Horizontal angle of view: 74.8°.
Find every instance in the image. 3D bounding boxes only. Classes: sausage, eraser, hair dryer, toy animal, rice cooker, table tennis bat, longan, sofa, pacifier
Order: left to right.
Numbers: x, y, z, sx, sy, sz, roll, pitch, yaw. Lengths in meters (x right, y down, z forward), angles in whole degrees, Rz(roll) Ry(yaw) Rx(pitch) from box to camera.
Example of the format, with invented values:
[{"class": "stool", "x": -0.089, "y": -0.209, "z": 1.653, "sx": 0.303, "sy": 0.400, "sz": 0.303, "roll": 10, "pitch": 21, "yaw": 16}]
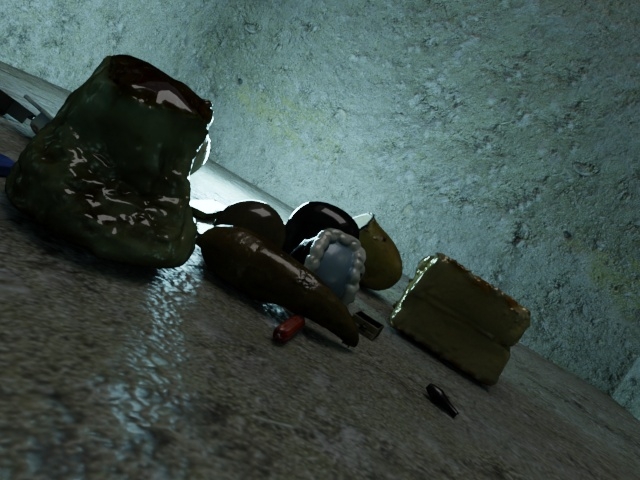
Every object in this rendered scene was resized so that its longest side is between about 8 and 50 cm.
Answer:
[{"class": "eraser", "x": -0.621, "y": -0.147, "z": 0.784, "sx": 0.063, "sy": 0.027, "sz": 0.084, "roll": 30, "pitch": 7, "yaw": 11}, {"class": "sofa", "x": -0.947, "y": -0.405, "z": 1.267, "sx": 0.147, "sy": 0.060, "sz": 0.085, "roll": 32, "pitch": -10, "yaw": 19}, {"class": "pacifier", "x": -0.687, "y": -0.337, "z": 1.188, "sx": 0.279, "sy": 0.207, "sz": 0.227, "roll": 34, "pitch": -9, "yaw": 30}, {"class": "table tennis bat", "x": -0.307, "y": -0.024, "z": 1.229, "sx": 0.131, "sy": 0.022, "sz": 0.234, "roll": 26, "pitch": 9, "yaw": -19}, {"class": "longan", "x": -0.187, "y": -0.010, "z": 1.030, "sx": 0.204, "sy": 0.185, "sz": 0.159, "roll": -13, "pitch": 47, "yaw": -7}, {"class": "sausage", "x": -0.061, "y": 0.166, "z": 0.784, "sx": 0.034, "sy": 0.034, "sz": 0.129, "roll": 31, "pitch": 8, "yaw": 11}, {"class": "rice cooker", "x": 0.000, "y": 0.000, "z": 1.381, "sx": 0.267, "sy": 0.267, "sz": 0.224, "roll": 30, "pitch": 14, "yaw": 5}, {"class": "toy animal", "x": 0.007, "y": 0.090, "z": 1.030, "sx": 0.204, "sy": 0.208, "sz": 0.156, "roll": 28, "pitch": 42, "yaw": -23}, {"class": "hair dryer", "x": 0.265, "y": 0.342, "z": 0.899, "sx": 0.079, "sy": 0.031, "sz": 0.083, "roll": 46, "pitch": 6, "yaw": 30}]

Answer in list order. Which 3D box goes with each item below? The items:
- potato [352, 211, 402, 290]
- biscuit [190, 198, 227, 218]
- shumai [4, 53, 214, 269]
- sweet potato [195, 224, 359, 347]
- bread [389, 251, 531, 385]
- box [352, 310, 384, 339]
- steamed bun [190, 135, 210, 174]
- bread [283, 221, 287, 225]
[{"class": "potato", "x": 0.151, "y": 0.080, "z": 1.733, "sx": 0.397, "sy": 0.290, "sz": 0.296, "roll": -22, "pitch": -75, "yaw": 51}, {"class": "biscuit", "x": -0.383, "y": -0.108, "z": 1.446, "sx": 0.099, "sy": 0.038, "sz": 0.322, "roll": 26, "pitch": 8, "yaw": -1}, {"class": "shumai", "x": -0.344, "y": -0.155, "z": 0.771, "sx": 0.324, "sy": 0.323, "sz": 0.397, "roll": 22, "pitch": 10, "yaw": -37}, {"class": "sweet potato", "x": -0.085, "y": 0.088, "z": 0.886, "sx": 0.422, "sy": 0.130, "sz": 0.130, "roll": 31, "pitch": 7, "yaw": 2}, {"class": "bread", "x": 0.443, "y": 0.234, "z": 1.376, "sx": 0.371, "sy": 0.279, "sz": 0.390, "roll": 33, "pitch": 5, "yaw": 14}, {"class": "box", "x": 0.120, "y": 0.222, "z": 1.105, "sx": 0.079, "sy": 0.035, "sz": 0.083, "roll": 32, "pitch": 7, "yaw": 18}, {"class": "steamed bun", "x": -0.572, "y": -0.331, "z": 1.423, "sx": 0.374, "sy": 0.241, "sz": 0.374, "roll": 26, "pitch": 12, "yaw": -6}, {"class": "bread", "x": -0.139, "y": -0.029, "z": 1.641, "sx": 0.139, "sy": 0.095, "sz": 0.269, "roll": 34, "pitch": 0, "yaw": -26}]
